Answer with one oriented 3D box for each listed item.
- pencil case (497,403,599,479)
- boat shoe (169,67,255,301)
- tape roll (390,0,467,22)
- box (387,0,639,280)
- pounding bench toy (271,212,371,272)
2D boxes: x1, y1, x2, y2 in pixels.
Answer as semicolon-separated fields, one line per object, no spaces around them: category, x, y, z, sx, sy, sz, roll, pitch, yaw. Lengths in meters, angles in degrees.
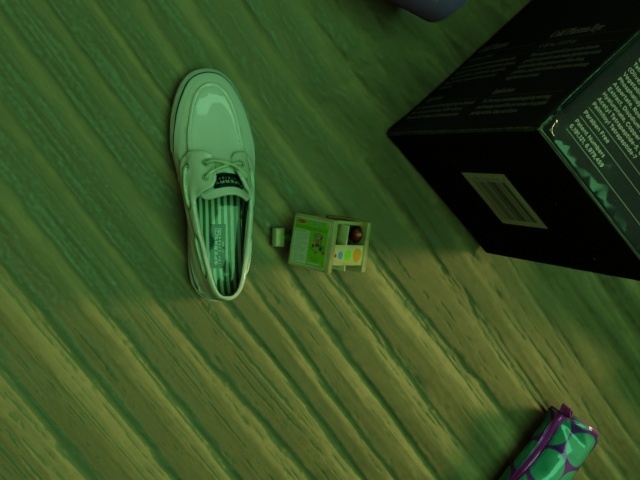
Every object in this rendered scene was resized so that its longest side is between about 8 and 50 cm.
pencil case;0.230;0.250;1.353;0.151;0.064;0.070;-51;133;-9
boat shoe;-0.092;-0.052;1.209;0.083;0.076;0.226;-9;98;-18
tape roll;0.114;-0.308;1.196;0.080;0.189;0.189;24;87;-20
box;0.282;-0.140;1.188;0.312;0.343;0.179;-44;105;-10
pounding bench toy;0.000;0.000;1.262;0.065;0.083;0.052;2;98;-51
